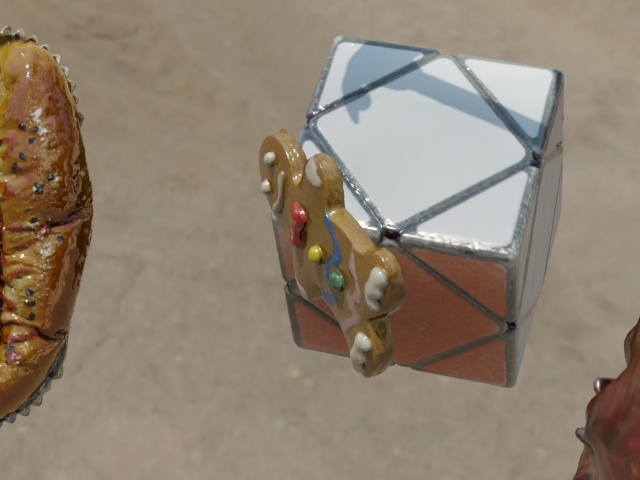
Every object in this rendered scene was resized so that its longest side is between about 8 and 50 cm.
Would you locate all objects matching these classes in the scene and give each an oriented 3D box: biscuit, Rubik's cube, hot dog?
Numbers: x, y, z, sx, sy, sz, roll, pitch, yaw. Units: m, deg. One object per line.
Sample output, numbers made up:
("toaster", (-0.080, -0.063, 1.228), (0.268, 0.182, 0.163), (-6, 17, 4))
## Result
("biscuit", (-0.001, 0.000, 1.312), (0.031, 0.138, 0.205), (-16, 52, -20))
("Rubik's cube", (0.090, -0.024, 1.515), (0.207, 0.205, 0.205), (10, 56, 15))
("hot dog", (-0.222, -0.007, 1.172), (0.144, 0.268, 0.075), (3, 3, -8))

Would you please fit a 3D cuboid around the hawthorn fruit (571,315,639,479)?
("hawthorn fruit", (0.298, 0.126, 0.861), (0.368, 0.285, 0.285), (14, 30, -5))
